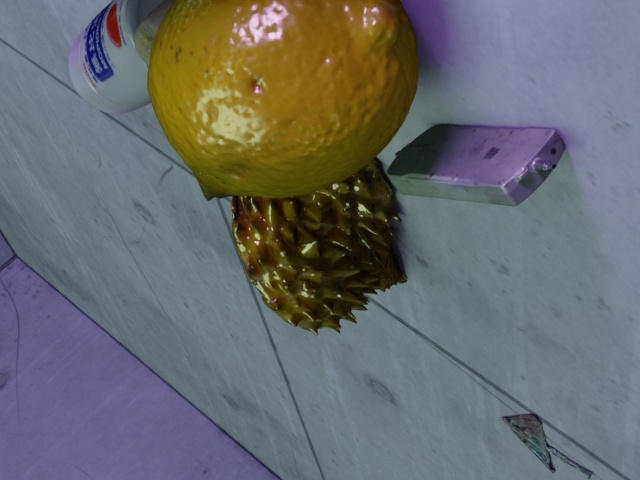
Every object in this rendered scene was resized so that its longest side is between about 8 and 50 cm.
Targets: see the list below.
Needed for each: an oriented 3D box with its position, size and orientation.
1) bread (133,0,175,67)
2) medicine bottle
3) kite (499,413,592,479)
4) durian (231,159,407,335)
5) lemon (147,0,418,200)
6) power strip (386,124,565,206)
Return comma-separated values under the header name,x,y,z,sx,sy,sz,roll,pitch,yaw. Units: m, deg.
name,x,y,z,sx,sy,sz,roll,pitch,yaw
bread,-0.098,-0.206,1.277,0.148,0.141,0.134,50,161,-12
medicine bottle,-0.219,-0.234,1.490,0.130,0.130,0.341,51,161,-13
kite,0.292,0.269,1.603,0.157,0.011,0.139,31,157,38
durian,-0.011,-0.002,1.436,0.186,0.195,0.305,8,136,50
lemon,-0.027,-0.155,1.104,0.254,0.228,0.228,-23,115,27
power strip,0.144,-0.071,1.136,0.029,0.080,0.227,53,160,-24
